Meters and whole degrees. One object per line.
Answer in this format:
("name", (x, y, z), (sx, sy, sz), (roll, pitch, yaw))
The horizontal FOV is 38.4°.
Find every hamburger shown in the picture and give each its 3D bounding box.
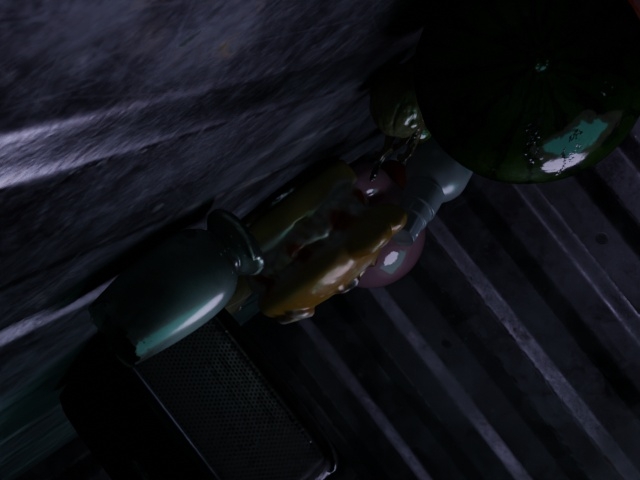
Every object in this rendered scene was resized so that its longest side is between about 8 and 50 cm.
("hamburger", (0.000, 0.000, 1.474), (0.303, 0.186, 0.261), (-43, 175, 33))

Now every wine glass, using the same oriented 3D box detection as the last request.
("wine glass", (-0.167, 0.052, 1.080), (0.204, 0.111, 0.111), (-37, 177, -28))

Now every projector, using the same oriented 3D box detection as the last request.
("projector", (-0.223, 0.321, 1.588), (0.242, 0.405, 0.395), (-37, 176, -33))

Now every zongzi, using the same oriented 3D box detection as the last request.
("zongzi", (-0.164, 0.074, 1.713), (0.176, 0.078, 0.160), (-49, 173, 17))

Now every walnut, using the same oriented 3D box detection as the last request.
("walnut", (0.098, -0.168, 1.106), (0.092, 0.092, 0.092), (-37, 176, -3))

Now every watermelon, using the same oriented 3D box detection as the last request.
("watermelon", (0.217, -0.175, 0.956), (0.242, 0.242, 0.242), (-37, 176, -3))

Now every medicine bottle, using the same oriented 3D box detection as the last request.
("medicine bottle", (0.208, -0.132, 1.577), (0.351, 0.110, 0.110), (-58, -172, -32))

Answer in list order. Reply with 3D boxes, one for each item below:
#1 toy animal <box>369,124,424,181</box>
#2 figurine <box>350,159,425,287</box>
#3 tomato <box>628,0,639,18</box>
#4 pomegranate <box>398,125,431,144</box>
("toy animal", (0.118, -0.173, 1.187), (0.219, 0.069, 0.086), (-60, -157, 7))
("figurine", (0.101, -0.016, 1.786), (0.270, 0.211, 0.261), (-45, 170, 7))
("tomato", (0.561, -0.434, 1.403), (0.232, 0.188, 0.232), (-18, 143, -14))
("pomegranate", (0.152, -0.195, 1.468), (0.073, 0.073, 0.084), (-31, 136, -59))
